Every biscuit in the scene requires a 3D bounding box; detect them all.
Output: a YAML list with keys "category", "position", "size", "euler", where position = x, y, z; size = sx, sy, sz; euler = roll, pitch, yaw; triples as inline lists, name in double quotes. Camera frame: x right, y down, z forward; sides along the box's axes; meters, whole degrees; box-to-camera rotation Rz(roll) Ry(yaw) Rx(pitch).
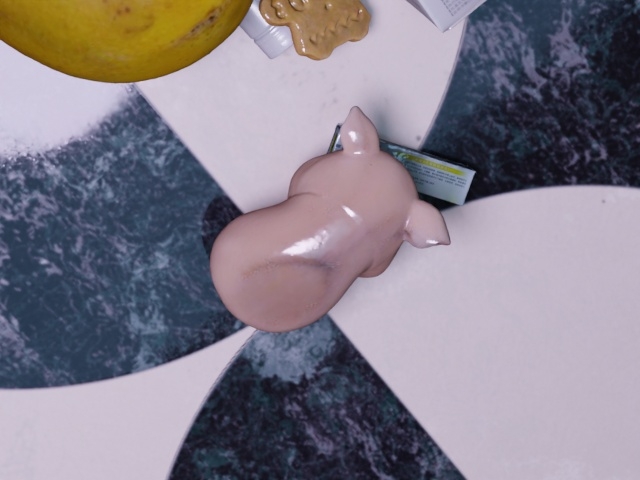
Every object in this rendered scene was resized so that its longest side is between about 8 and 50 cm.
- category: "biscuit"
  position: [-0.016, -0.282, 1.908]
  size: [0.133, 0.027, 0.184]
  euler: [-19, 90, -30]

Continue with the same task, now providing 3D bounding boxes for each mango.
- category: "mango"
  position: [-0.270, -0.334, 1.795]
  size: [0.445, 0.232, 0.300]
  euler: [23, 104, 0]

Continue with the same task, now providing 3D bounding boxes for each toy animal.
- category: "toy animal"
  position: [-0.006, -0.006, 1.923]
  size: [0.250, 0.154, 0.166]
  euler: [-38, 108, 10]

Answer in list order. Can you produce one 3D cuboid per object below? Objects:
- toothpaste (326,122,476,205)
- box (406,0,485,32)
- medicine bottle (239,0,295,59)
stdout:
- category: "toothpaste"
  position: [0.090, -0.084, 1.989]
  size: [0.164, 0.034, 0.046]
  euler: [17, 100, -10]
- category: "box"
  position: [0.111, -0.386, 1.830]
  size: [0.200, 0.106, 0.299]
  euler: [-40, 129, 2]
- category: "medicine bottle"
  position: [-0.063, -0.244, 1.923]
  size: [0.057, 0.057, 0.089]
  euler: [-42, 103, 4]
